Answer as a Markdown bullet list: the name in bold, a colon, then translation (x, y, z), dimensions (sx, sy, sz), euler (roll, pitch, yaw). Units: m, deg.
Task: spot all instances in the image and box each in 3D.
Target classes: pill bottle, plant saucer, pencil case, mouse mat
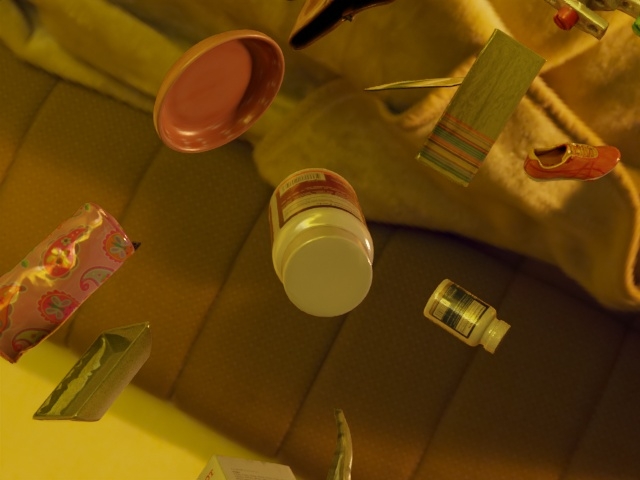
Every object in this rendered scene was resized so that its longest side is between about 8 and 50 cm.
- **pill bottle**: translation (0.000, 0.000, 2.125), dimensions (0.224, 0.224, 0.392), euler (35, -164, -18)
- **plant saucer**: translation (-0.139, -0.203, 1.262), dimensions (0.037, 0.200, 0.200), euler (51, 170, 25)
- **pill bottle**: translation (0.221, 0.116, 1.412), dimensions (0.120, 0.067, 0.067), euler (33, 162, 17)
- **pencil case**: translation (-0.429, 0.064, 1.516), dimensions (0.124, 0.284, 0.124), euler (39, 163, 14)
- **plant saucer**: translation (-0.346, 0.217, 1.477), dimensions (0.045, 0.188, 0.188), euler (47, 148, -19)
- **mouse mat**: translation (0.189, -0.276, 1.664), dimensions (0.189, 0.152, 0.007), euler (3, 106, 37)

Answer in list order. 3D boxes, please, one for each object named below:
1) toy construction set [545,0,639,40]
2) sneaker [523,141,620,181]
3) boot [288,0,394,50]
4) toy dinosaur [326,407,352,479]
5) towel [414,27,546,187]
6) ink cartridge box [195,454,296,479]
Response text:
- **toy construction set**: translation (0.447, -0.376, 1.201), dimensions (0.215, 0.328, 0.151), euler (42, -172, -5)
- **sneaker**: translation (0.437, -0.138, 1.621), dimensions (0.175, 0.064, 0.067), euler (-9, 150, -11)
- **boot**: translation (0.012, -0.310, 1.152), dimensions (0.264, 0.281, 0.096), euler (-18, 129, 31)
- **toy dinosaur**: translation (0.038, 0.368, 1.267), dimensions (0.118, 0.268, 0.064), euler (14, 163, 9)
- **towel**: translation (0.249, -0.205, 1.479), dimensions (0.102, 0.237, 0.021), euler (28, -169, -18)
- **ink cartridge box**: translation (-0.082, 0.368, 1.137), dimensions (0.127, 0.128, 0.176), euler (19, -156, -39)
